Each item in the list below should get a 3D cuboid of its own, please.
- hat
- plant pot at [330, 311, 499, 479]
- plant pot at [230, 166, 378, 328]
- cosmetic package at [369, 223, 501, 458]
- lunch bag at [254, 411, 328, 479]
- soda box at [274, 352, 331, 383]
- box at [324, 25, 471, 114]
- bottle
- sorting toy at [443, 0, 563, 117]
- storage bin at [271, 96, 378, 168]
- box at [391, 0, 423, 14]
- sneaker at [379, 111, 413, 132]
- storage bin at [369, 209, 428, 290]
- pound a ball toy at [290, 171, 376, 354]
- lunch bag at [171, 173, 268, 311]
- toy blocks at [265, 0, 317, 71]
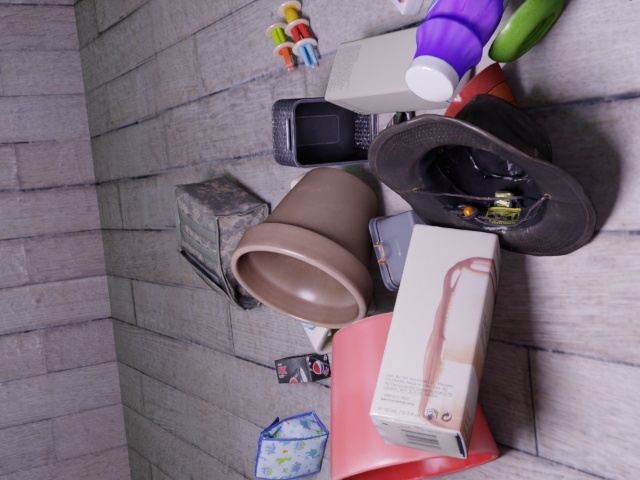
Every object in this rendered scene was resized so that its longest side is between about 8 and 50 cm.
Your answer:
[{"bbox_3d":[0.236,-0.109,1.164,0.331,0.331,0.134,-14,48,61],"label":"hat"},{"bbox_3d":[0.133,0.260,1.402,0.275,0.275,0.243,133,132,-54],"label":"plant pot"},{"bbox_3d":[0.000,0.000,1.542,0.263,0.263,0.229,-35,25,58],"label":"plant pot"},{"bbox_3d":[0.173,0.144,1.228,0.153,0.129,0.296,63,-142,-59],"label":"cosmetic package"},{"bbox_3d":[-0.074,0.465,1.904,0.096,0.151,0.128,45,135,47],"label":"lunch bag"},{"bbox_3d":[-0.041,0.286,1.901,0.169,0.053,0.060,-21,78,61],"label":"soda box"},{"bbox_3d":[0.124,-0.275,1.400,0.275,0.094,0.113,12,86,59],"label":"box"},{"bbox_3d":[0.196,-0.311,1.136,0.282,0.092,0.118,-62,5,-22],"label":"bottle"},{"bbox_3d":[0.300,-0.240,1.144,0.126,0.127,0.365,46,143,12],"label":"sorting toy"},{"bbox_3d":[0.009,-0.200,1.560,0.084,0.180,0.122,15,110,58],"label":"storage bin"},{"bbox_3d":[0.127,-0.489,1.425,0.186,0.038,0.145,58,143,37],"label":"box"},{"bbox_3d":[0.155,-0.152,1.429,0.178,0.072,0.077,58,141,33],"label":"sneaker"},{"bbox_3d":[0.150,0.009,1.464,0.091,0.098,0.135,-28,73,48],"label":"storage bin"},{"bbox_3d":[-0.015,0.040,1.711,0.319,0.136,0.208,60,144,33],"label":"pound a ball toy"},{"bbox_3d":[-0.242,0.015,2.079,0.235,0.169,0.287,35,134,48],"label":"lunch bag"},{"bbox_3d":[-0.055,-0.398,1.752,0.123,0.054,0.148,-49,55,52],"label":"toy blocks"}]
